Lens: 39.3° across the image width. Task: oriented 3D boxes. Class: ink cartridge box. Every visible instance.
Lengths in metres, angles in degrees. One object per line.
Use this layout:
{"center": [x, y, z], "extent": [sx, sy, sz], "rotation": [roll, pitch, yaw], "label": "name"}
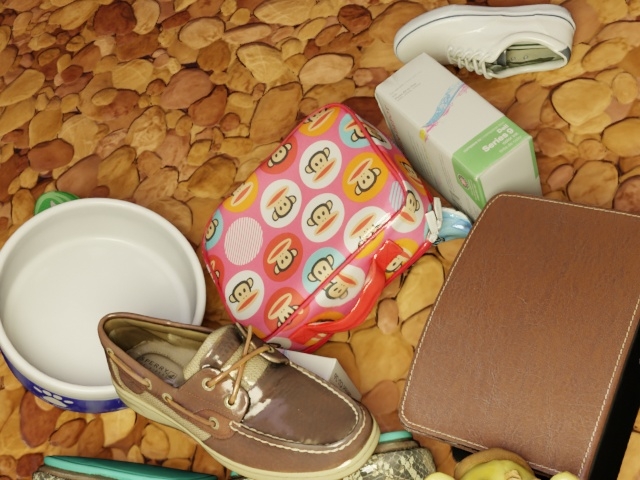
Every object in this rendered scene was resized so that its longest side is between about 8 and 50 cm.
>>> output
{"center": [0.178, -0.120, 1.149], "extent": [0.093, 0.154, 0.212], "rotation": [-39, 53, -6], "label": "ink cartridge box"}
{"center": [-0.027, 0.180, 1.057], "extent": [0.198, 0.115, 0.067], "rotation": [8, 63, 25], "label": "ink cartridge box"}

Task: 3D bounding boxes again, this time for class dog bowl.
{"center": [-0.284, 0.084, 1.153], "extent": [0.265, 0.104, 0.264], "rotation": [6, 63, -11], "label": "dog bowl"}

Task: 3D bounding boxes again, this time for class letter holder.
{"center": [0.238, 0.119, 0.976], "extent": [0.215, 0.152, 0.301], "rotation": [13, 64, 30], "label": "letter holder"}

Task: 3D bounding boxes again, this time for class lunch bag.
{"center": [0.000, 0.000, 1.121], "extent": [0.293, 0.120, 0.258], "rotation": [-43, 50, 15], "label": "lunch bag"}

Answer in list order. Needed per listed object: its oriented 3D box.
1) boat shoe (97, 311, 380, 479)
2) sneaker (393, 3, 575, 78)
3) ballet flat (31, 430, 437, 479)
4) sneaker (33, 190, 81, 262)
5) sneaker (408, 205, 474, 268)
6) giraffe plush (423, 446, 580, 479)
{"center": [-0.101, 0.149, 0.943], "extent": [0.342, 0.123, 0.123], "rotation": [17, 51, 32], "label": "boat shoe"}
{"center": [0.228, -0.277, 1.270], "extent": [0.258, 0.094, 0.091], "rotation": [-4, 53, 18], "label": "sneaker"}
{"center": [-0.108, 0.316, 0.990], "extent": [0.483, 0.164, 0.181], "rotation": [-7, 75, 15], "label": "ballet flat"}
{"center": [-0.378, 0.033, 1.284], "extent": [0.110, 0.123, 0.295], "rotation": [-20, 53, 8], "label": "sneaker"}
{"center": [0.125, 0.004, 1.157], "extent": [0.162, 0.063, 0.073], "rotation": [-11, 65, 25], "label": "sneaker"}
{"center": [0.154, 0.265, 0.803], "extent": [0.182, 0.170, 0.210], "rotation": [-15, 22, -19], "label": "giraffe plush"}
